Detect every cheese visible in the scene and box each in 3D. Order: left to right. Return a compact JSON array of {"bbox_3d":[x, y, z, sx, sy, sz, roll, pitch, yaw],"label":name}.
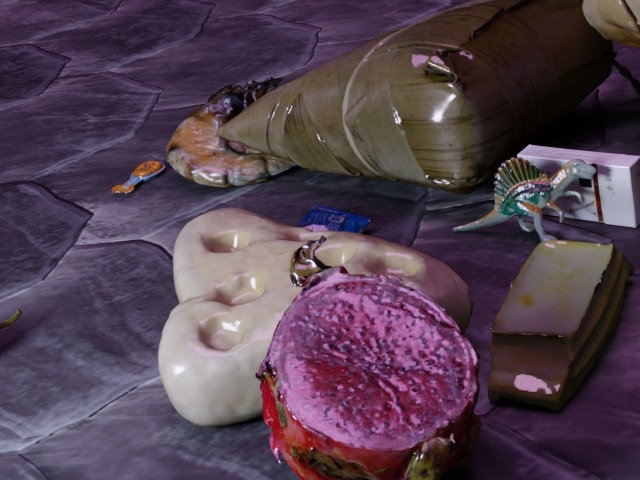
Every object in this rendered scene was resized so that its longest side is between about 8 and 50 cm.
[{"bbox_3d":[-0.273,-0.096,2.073,0.047,0.017,0.111,2,28,31],"label":"cheese"},{"bbox_3d":[-0.002,0.054,1.524,0.329,0.129,0.351,-11,27,6],"label":"cheese"}]

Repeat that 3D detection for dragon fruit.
[{"bbox_3d":[0.042,0.138,1.282,0.211,0.147,0.282,-16,50,-19],"label":"dragon fruit"}]

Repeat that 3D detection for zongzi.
[{"bbox_3d":[0.161,-0.253,1.991,0.467,0.218,0.500,12,34,41],"label":"zongzi"}]

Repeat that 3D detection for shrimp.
[{"bbox_3d":[-0.094,-0.170,2.111,0.233,0.071,0.365,8,30,17],"label":"shrimp"}]

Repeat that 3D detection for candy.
[{"bbox_3d":[-0.001,0.000,1.748,0.088,0.038,0.136,18,43,23],"label":"candy"}]

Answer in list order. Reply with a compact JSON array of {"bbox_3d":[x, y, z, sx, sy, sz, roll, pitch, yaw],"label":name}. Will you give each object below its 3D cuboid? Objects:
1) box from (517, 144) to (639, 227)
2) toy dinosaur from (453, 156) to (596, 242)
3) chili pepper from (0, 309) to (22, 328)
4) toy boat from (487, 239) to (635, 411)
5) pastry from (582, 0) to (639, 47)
[{"bbox_3d":[0.323,-0.068,1.698,0.154,0.083,0.040,10,32,38],"label":"box"},{"bbox_3d":[0.244,-0.054,1.674,0.187,0.106,0.044,7,30,32],"label":"toy dinosaur"},{"bbox_3d":[-0.459,0.144,1.607,0.272,0.063,0.071,-35,22,-35],"label":"chili pepper"},{"bbox_3d":[0.254,0.069,1.444,0.111,0.084,0.276,3,30,30],"label":"toy boat"},{"bbox_3d":[0.532,-0.405,1.830,0.410,0.245,0.409,-20,14,5],"label":"pastry"}]
